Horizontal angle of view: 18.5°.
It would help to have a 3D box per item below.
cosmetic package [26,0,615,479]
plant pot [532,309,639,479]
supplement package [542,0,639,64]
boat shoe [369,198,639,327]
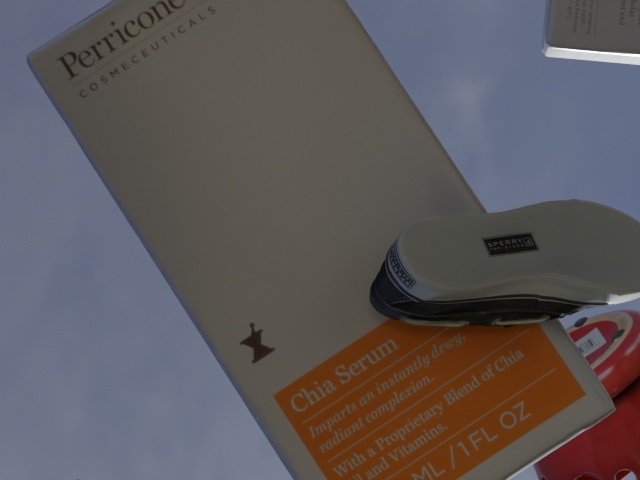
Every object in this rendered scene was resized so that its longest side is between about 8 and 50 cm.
[{"bbox_3d":[0.000,0.000,1.483,0.453,0.230,0.161,56,179,7],"label":"cosmetic package"},{"bbox_3d":[0.279,0.175,1.840,0.174,0.191,0.191,55,-130,-15],"label":"plant pot"},{"bbox_3d":[0.200,-0.133,0.939,0.105,0.179,0.105,-23,-62,-84],"label":"supplement package"},{"bbox_3d":[0.137,0.021,1.359,0.219,0.070,0.078,0,-123,-24],"label":"boat shoe"}]
